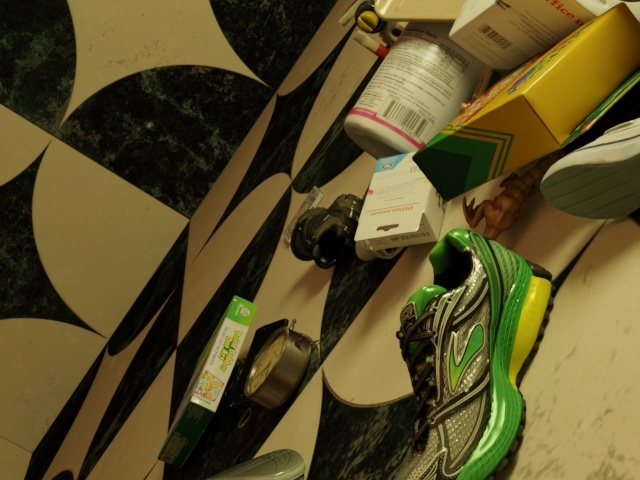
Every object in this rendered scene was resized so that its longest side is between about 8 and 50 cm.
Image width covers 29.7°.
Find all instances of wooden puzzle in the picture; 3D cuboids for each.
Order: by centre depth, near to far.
[{"bbox_3d":[0.227,-0.406,1.828,0.238,0.044,0.221,13,62,37],"label":"wooden puzzle"}]

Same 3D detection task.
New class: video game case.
[{"bbox_3d":[-0.036,-0.054,2.502,0.122,0.011,0.087,-56,14,6],"label":"video game case"}]

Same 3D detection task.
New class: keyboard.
[{"bbox_3d":[-0.107,0.226,2.133,0.100,0.038,0.192,-19,34,32],"label":"keyboard"}]

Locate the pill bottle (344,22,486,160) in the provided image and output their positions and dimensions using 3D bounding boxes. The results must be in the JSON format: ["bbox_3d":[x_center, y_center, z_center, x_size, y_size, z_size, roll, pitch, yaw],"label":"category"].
[{"bbox_3d":[0.174,-0.252,1.888,0.283,0.160,0.160,-57,14,-8],"label":"pill bottle"}]

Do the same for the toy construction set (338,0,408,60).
[{"bbox_3d":[0.134,-0.404,2.197,0.257,0.237,0.309,-64,15,-23],"label":"toy construction set"}]

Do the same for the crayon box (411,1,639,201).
[{"bbox_3d":[0.265,-0.168,1.445,0.202,0.081,0.318,-41,6,-26],"label":"crayon box"}]

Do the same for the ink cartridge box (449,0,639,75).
[{"bbox_3d":[0.296,-0.291,1.563,0.219,0.160,0.093,-27,33,62],"label":"ink cartridge box"}]

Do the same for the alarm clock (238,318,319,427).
[{"bbox_3d":[-0.077,0.223,1.938,0.192,0.064,0.129,-55,14,4],"label":"alarm clock"}]

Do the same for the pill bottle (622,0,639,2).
[{"bbox_3d":[0.416,-0.369,1.271,0.181,0.181,0.323,-63,15,-21],"label":"pill bottle"}]

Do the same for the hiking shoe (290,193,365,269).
[{"bbox_3d":[0.000,0.000,2.106,0.227,0.086,0.114,-36,22,54],"label":"hiking shoe"}]

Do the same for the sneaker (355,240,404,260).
[{"bbox_3d":[0.095,0.002,1.848,0.152,0.053,0.061,-38,27,53],"label":"sneaker"}]

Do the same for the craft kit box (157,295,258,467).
[{"bbox_3d":[-0.211,0.265,2.246,0.250,0.061,0.247,122,168,-51],"label":"craft kit box"}]

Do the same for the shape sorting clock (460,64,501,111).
[{"bbox_3d":[0.222,-0.188,1.737,0.206,0.040,0.206,18,-90,-87],"label":"shape sorting clock"}]

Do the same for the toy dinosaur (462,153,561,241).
[{"bbox_3d":[0.215,-0.025,1.471,0.211,0.064,0.112,-59,15,-4],"label":"toy dinosaur"}]

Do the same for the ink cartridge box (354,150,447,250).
[{"bbox_3d":[0.122,-0.048,1.751,0.104,0.061,0.181,-9,40,27],"label":"ink cartridge box"}]

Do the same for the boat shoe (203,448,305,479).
[{"bbox_3d":[-0.105,0.366,1.680,0.118,0.103,0.320,-19,-8,-36],"label":"boat shoe"}]

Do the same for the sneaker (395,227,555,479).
[{"bbox_3d":[0.127,0.138,1.249,0.134,0.146,0.344,-41,23,50],"label":"sneaker"}]

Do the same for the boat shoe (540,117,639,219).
[{"bbox_3d":[0.323,-0.081,1.222,0.226,0.083,0.076,-14,33,55],"label":"boat shoe"}]
